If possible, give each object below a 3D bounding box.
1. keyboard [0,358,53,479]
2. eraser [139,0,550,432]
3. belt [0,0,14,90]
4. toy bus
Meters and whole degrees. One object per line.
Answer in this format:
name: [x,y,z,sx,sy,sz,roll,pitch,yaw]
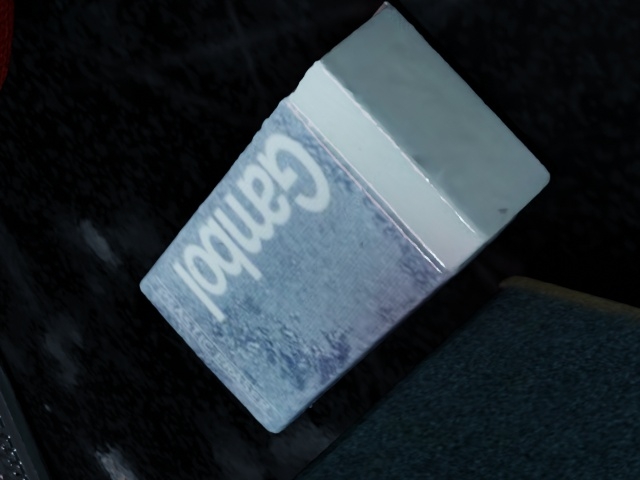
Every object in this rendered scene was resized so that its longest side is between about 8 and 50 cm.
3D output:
keyboard: [-0.201,0.111,1.059,0.087,0.017,0.250,19,137,40]
eraser: [0.000,0.000,0.676,0.092,0.046,0.212,47,148,3]
belt: [-0.216,-0.123,0.729,0.201,0.128,0.124,37,145,16]
toy bus: [0.046,0.148,0.564,0.139,0.275,0.167,17,134,41]
